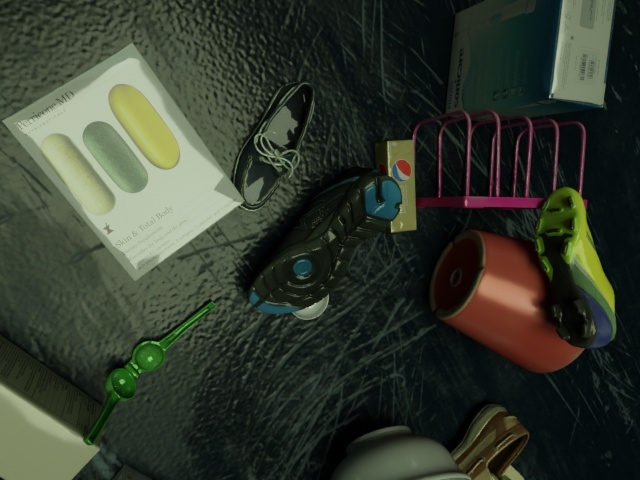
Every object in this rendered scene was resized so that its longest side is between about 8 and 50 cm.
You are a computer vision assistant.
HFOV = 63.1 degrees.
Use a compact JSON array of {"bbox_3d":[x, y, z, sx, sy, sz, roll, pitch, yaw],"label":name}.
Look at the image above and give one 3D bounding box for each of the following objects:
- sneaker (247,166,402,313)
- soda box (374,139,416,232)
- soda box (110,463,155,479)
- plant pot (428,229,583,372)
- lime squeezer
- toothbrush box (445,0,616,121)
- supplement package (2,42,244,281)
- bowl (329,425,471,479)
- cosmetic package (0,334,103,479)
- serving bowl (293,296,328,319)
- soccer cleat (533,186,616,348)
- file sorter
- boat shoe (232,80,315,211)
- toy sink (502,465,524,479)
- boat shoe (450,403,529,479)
[{"bbox_3d":[0.000,0.000,0.972,0.341,0.139,0.125,-42,120,2],"label":"sneaker"},{"bbox_3d":[0.150,-0.109,1.048,0.061,0.058,0.181,-7,99,-21],"label":"soda box"},{"bbox_3d":[-0.289,0.497,0.943,0.216,0.069,0.074,42,80,-22],"label":"soda box"},{"bbox_3d":[0.376,0.109,1.071,0.243,0.275,0.274,21,89,-13],"label":"plant pot"},{"bbox_3d":[-0.303,0.211,0.885,0.059,0.110,0.310,44,46,-4],"label":"lime squeezer"},{"bbox_3d":[0.376,-0.347,0.980,0.126,0.295,0.216,2,95,-23],"label":"toothbrush box"},{"bbox_3d":[-0.288,-0.114,0.794,0.199,0.198,0.262,-38,109,-13],"label":"supplement package"},{"bbox_3d":[0.136,0.464,1.044,0.298,0.134,0.298,-12,143,-9],"label":"bowl"},{"bbox_3d":[-0.488,0.235,0.782,0.113,0.160,0.309,-47,110,-9],"label":"cosmetic package"},{"bbox_3d":[-0.027,0.111,1.021,0.083,0.027,0.083,-3,99,-21],"label":"serving bowl"},{"bbox_3d":[0.462,0.048,0.937,0.121,0.093,0.289,3,76,-30],"label":"soccer cleat"},{"bbox_3d":[0.349,-0.154,1.048,0.291,0.202,0.182,0,94,-22],"label":"file sorter"},{"bbox_3d":[-0.078,-0.169,0.936,0.095,0.079,0.254,31,85,-23],"label":"boat shoe"},{"bbox_3d":[0.410,0.643,1.209,0.153,0.131,0.234,45,79,-21],"label":"toy sink"},{"bbox_3d":[0.349,0.525,1.165,0.123,0.116,0.324,39,82,-39],"label":"boat shoe"}]
